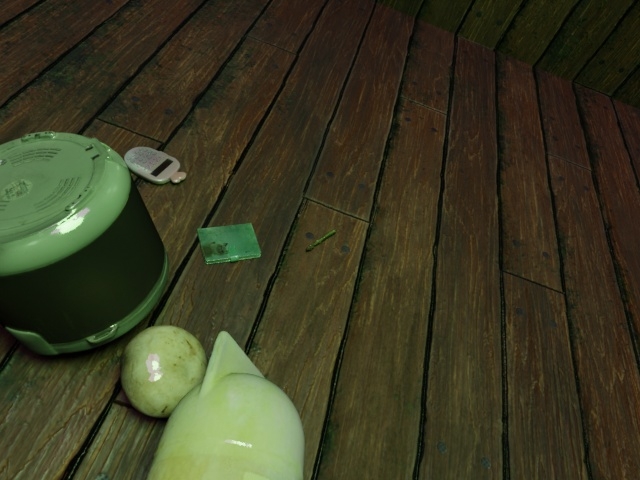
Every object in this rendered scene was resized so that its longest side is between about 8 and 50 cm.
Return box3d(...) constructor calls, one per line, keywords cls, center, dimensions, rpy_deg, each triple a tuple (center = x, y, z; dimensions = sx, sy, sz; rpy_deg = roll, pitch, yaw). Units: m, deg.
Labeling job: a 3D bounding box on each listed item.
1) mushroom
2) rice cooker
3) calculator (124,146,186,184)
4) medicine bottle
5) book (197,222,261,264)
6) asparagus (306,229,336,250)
box3d(cls="mushroom", center=(-0.284, 0.238, 0.872), dimensions=(0.166, 0.127, 0.166), rpy_deg=(25, 48, -31))
box3d(cls="rice cooker", center=(-0.458, 0.010, 0.858), dimensions=(0.334, 0.325, 0.335), rpy_deg=(-3, 49, 3))
box3d(cls="calculator", center=(-0.422, -0.189, 1.221), dimensions=(0.165, 0.024, 0.103), rpy_deg=(28, 49, 6))
box3d(cls="medicine bottle", center=(-0.144, 0.364, 0.738), dimensions=(0.235, 0.236, 0.406), rpy_deg=(16, 41, -7))
box3d(cls="book", center=(-0.218, 0.007, 1.142), dimensions=(0.134, 0.017, 0.103), rpy_deg=(-7, 56, -24))
box3d(cls="asparagus", center=(0.000, 0.000, 1.227), dimensions=(0.014, 0.015, 0.114), rpy_deg=(44, 51, 14))
